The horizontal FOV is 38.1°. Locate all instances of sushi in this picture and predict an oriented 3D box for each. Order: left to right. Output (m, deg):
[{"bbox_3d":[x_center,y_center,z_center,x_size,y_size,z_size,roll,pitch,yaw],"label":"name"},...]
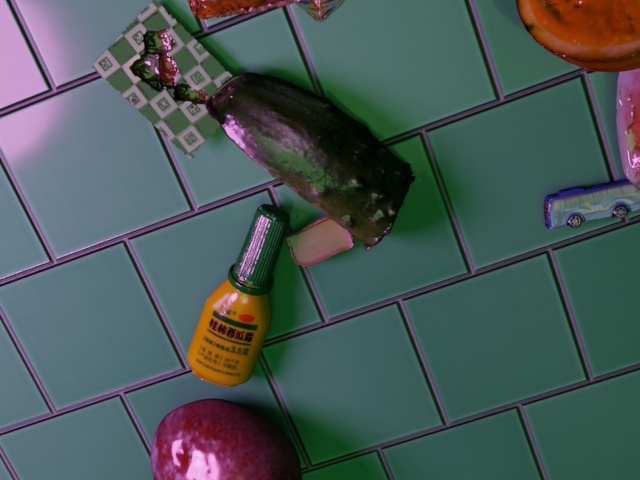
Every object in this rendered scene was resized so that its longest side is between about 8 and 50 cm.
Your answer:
[{"bbox_3d":[-0.217,-0.236,1.370,0.139,0.031,0.201,-44,101,7],"label":"sushi"}]

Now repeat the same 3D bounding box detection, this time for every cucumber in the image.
[{"bbox_3d":[-0.012,-0.131,1.350,0.325,0.105,0.145,36,103,-13],"label":"cucumber"}]

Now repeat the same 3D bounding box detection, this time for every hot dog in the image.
[{"bbox_3d":[-0.051,-0.369,1.291,0.288,0.068,0.083,-10,106,11],"label":"hot dog"}]

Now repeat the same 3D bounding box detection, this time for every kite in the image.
[{"bbox_3d":[-0.005,-0.391,1.319,0.182,0.010,0.160,-1,113,6],"label":"kite"}]

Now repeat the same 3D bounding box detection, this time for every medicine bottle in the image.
[{"bbox_3d":[-0.121,0.087,1.462,0.111,0.076,0.309,19,108,-5],"label":"medicine bottle"}]

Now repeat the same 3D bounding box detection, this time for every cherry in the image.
[{"bbox_3d":[-0.149,0.389,1.503,0.236,0.213,0.285,-45,79,-4],"label":"cherry"}]

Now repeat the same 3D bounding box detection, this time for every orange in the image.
[{"bbox_3d":[0.407,-0.357,1.189,0.310,0.274,0.274,-38,108,-23],"label":"orange"}]

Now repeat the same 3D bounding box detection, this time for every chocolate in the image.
[{"bbox_3d":[0.000,0.000,1.447,0.100,0.031,0.065,-28,92,9],"label":"chocolate"}]

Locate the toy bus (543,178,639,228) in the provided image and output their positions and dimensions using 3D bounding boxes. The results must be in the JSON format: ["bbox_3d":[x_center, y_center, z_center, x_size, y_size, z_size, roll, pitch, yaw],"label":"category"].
[{"bbox_3d":[0.415,-0.056,1.405,0.152,0.051,0.061,-11,97,6],"label":"toy bus"}]

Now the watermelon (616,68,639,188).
[{"bbox_3d":[0.541,-0.138,1.310,0.255,0.176,0.260,8,125,12],"label":"watermelon"}]
